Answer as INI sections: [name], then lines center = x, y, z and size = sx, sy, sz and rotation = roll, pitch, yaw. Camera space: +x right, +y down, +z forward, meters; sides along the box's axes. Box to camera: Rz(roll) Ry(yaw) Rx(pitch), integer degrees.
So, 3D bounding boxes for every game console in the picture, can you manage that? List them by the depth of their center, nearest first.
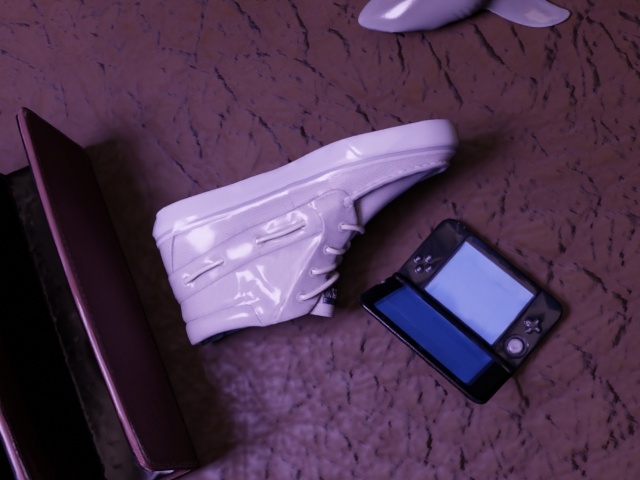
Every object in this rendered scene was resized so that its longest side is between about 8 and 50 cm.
[game console]
center = 0.109, 0.049, 0.723
size = 0.122, 0.071, 0.107
rotation = 41, 86, 15

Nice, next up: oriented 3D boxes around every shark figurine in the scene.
[shark figurine]
center = 0.150, -0.291, 0.779
size = 0.166, 0.116, 0.278
rotation = 18, 82, 11

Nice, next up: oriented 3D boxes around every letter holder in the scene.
[letter holder]
center = -0.236, 0.056, 0.702
size = 0.152, 0.214, 0.302
rotation = -24, 74, 3

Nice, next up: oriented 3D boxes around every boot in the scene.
[boot]
center = 0.000, 0.000, 0.752
size = 0.258, 0.095, 0.123
rotation = -20, 80, 13
